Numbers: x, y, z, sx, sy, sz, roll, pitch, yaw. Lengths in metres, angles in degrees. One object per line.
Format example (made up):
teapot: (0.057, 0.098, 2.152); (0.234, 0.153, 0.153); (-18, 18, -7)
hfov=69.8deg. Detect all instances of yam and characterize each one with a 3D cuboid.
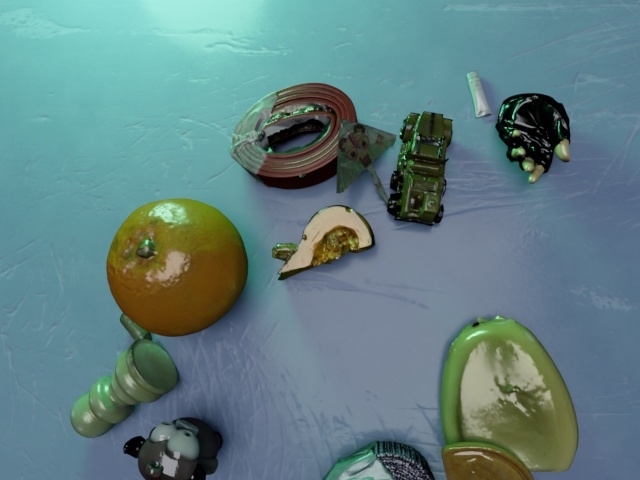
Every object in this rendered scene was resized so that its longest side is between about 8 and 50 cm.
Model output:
yam: (-0.463, 0.219, 1.148); (0.043, 0.043, 0.094); (-45, 75, 0)

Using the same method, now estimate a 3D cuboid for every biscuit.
biscuit: (0.332, 0.468, 0.882); (0.220, 0.029, 0.142); (43, 103, 4)

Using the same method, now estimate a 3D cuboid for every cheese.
cheese: (0.377, 0.315, 0.947); (0.259, 0.128, 0.316); (-6, 78, 11)

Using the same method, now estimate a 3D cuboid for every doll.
doll: (-0.293, 0.447, 0.973); (0.181, 0.257, 0.118); (19, 78, 12)

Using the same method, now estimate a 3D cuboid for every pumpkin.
pumpkin: (-0.006, -0.001, 1.064); (0.247, 0.131, 0.126); (-21, 87, 1)

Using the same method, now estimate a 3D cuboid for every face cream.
face cream: (0.380, -0.352, 1.105); (0.038, 0.020, 0.115); (-13, 82, 7)

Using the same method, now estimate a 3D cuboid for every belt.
belt: (0.110, 0.582, 0.954); (0.260, 0.122, 0.325); (36, 89, 8)
belt: (-0.064, -0.244, 1.115); (0.323, 0.115, 0.228); (-19, 78, 7)

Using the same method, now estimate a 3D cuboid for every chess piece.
chess piece: (-0.482, 0.365, 1.090); (0.251, 0.144, 0.144); (-39, 77, 9)

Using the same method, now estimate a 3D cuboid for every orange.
orange: (-0.317, 0.056, 1.022); (0.311, 0.312, 0.313); (-1, 81, 9)

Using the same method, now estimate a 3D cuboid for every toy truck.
toy truck: (0.234, -0.170, 1.041); (0.127, 0.127, 0.258); (10, 79, 2)

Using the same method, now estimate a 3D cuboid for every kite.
kite: (0.114, -0.175, 1.062); (0.229, 0.012, 0.250); (-42, 113, -23)

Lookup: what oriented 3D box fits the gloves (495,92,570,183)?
gloves: (0.468, -0.222, 1.017); (0.164, 0.124, 0.204); (8, 83, 29)
